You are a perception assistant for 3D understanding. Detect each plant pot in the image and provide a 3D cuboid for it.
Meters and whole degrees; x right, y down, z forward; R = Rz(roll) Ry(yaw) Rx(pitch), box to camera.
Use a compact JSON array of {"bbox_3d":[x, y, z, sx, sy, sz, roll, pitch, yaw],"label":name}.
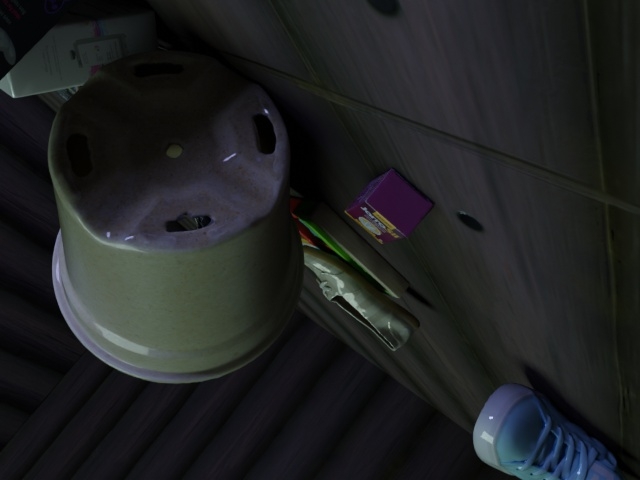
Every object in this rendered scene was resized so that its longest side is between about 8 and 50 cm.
[{"bbox_3d":[-0.162,-0.030,0.701,0.334,0.334,0.305,37,156,6],"label":"plant pot"}]

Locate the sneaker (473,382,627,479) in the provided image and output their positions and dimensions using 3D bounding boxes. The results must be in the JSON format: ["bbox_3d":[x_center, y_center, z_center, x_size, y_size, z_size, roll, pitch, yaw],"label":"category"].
[{"bbox_3d":[0.364,0.319,0.901,0.366,0.135,0.150,35,166,-38],"label":"sneaker"}]

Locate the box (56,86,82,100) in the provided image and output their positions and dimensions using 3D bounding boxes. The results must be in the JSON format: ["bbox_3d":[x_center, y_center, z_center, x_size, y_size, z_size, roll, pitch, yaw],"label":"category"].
[{"bbox_3d":[-0.443,-0.277,1.254,0.270,0.060,0.216,38,169,0],"label":"box"}]

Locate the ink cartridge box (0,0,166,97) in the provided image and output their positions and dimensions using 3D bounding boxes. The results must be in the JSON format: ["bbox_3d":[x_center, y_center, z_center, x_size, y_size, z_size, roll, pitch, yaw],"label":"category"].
[{"bbox_3d":[-0.254,-0.215,0.656,0.115,0.198,0.067,31,131,38],"label":"ink cartridge box"}]

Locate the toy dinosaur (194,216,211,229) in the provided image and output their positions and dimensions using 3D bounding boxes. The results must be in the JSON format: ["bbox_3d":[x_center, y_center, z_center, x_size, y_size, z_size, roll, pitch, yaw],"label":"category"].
[{"bbox_3d":[-0.191,-0.051,1.146,0.218,0.164,0.322,55,-166,9],"label":"toy dinosaur"}]

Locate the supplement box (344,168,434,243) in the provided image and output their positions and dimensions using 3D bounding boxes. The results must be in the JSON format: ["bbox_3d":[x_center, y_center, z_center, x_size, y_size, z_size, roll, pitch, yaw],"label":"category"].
[{"bbox_3d":[0.065,-0.031,0.600,0.055,0.043,0.083,41,169,-5],"label":"supplement box"}]

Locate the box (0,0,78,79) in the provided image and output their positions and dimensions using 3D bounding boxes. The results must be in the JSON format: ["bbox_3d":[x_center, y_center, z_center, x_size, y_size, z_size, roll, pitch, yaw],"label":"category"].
[{"bbox_3d":[-0.315,-0.216,0.470,0.143,0.270,0.165,37,169,8],"label":"box"}]

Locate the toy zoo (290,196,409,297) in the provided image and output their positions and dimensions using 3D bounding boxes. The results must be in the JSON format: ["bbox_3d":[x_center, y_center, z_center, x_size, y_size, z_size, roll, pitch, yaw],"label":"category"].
[{"bbox_3d":[0.000,0.000,0.997,0.192,0.030,0.293,43,169,-23],"label":"toy zoo"}]

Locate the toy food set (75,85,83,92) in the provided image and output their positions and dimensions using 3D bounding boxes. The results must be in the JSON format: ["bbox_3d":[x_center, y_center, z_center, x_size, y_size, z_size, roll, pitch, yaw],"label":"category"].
[{"bbox_3d":[-0.359,-0.251,1.068,0.218,0.071,0.128,12,120,55],"label":"toy food set"}]

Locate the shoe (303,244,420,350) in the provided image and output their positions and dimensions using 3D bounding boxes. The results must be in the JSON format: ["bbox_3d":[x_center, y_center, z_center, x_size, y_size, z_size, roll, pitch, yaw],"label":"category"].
[{"bbox_3d":[0.048,0.085,0.941,0.219,0.058,0.076,36,169,10],"label":"shoe"}]
